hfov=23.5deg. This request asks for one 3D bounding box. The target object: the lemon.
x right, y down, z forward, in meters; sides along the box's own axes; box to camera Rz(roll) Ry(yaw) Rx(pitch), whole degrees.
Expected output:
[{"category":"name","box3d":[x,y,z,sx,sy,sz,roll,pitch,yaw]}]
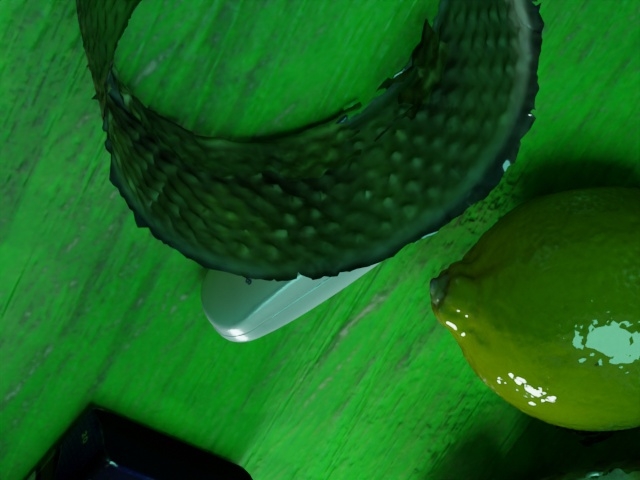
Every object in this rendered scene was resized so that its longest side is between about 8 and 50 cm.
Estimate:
[{"category":"lemon","box3d":[0.199,0.050,1.136,0.248,0.184,0.184,-3,127,-18]}]

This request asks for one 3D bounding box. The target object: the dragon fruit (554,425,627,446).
[{"category":"dragon fruit","box3d":[0.307,0.113,1.261,0.246,0.125,0.125,-22,124,7]}]

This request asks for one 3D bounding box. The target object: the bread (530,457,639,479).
[{"category":"bread","box3d":[0.280,0.302,1.300,0.395,0.264,0.239,0,82,-7]}]

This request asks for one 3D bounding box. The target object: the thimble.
[{"category":"thimble","box3d":[-0.013,-0.121,0.948,0.270,0.150,0.271,-10,129,-12]}]

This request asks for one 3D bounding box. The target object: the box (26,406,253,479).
[{"category":"box","box3d":[-0.186,0.260,1.230,0.168,0.071,0.259,28,114,-34]}]

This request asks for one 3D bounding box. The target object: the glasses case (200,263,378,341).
[{"category":"glasses case","box3d":[0.000,0.000,1.093,0.197,0.076,0.049,-34,131,9]}]
